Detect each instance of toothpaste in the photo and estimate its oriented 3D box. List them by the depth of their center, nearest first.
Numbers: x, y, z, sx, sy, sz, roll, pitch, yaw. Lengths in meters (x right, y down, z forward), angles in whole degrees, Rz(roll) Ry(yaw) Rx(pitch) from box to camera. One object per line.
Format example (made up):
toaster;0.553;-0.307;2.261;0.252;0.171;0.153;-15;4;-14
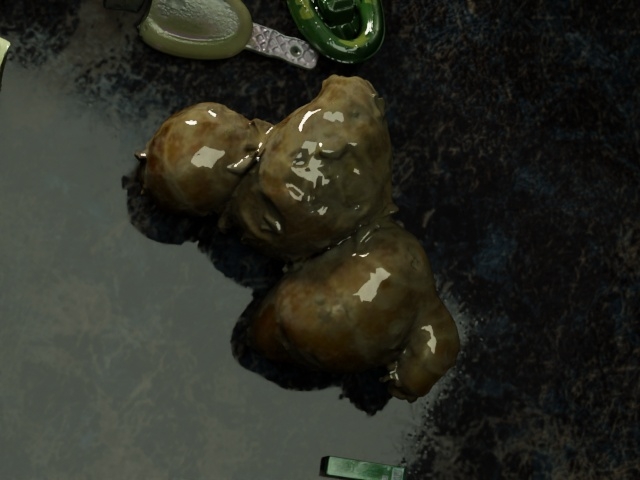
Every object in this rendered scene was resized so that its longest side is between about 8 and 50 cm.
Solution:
toothpaste;0.045;0.236;1.674;0.083;0.017;0.020;10;79;-12

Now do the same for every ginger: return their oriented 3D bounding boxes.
ginger;0.000;0.000;1.638;0.256;0.176;0.375;-32;90;0

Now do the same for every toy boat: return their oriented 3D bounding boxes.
toy boat;0.007;-0.283;1.748;0.104;0.052;0.210;-14;79;-19

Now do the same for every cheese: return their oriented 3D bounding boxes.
cheese;-0.093;-0.222;1.721;0.192;0.037;0.097;18;76;-11

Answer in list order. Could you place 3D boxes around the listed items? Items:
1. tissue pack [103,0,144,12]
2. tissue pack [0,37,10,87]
tissue pack;-0.188;-0.326;1.677;0.051;0.112;0.156;8;77;-13
tissue pack;-0.427;-0.169;1.562;0.234;0.159;0.125;22;74;-9
